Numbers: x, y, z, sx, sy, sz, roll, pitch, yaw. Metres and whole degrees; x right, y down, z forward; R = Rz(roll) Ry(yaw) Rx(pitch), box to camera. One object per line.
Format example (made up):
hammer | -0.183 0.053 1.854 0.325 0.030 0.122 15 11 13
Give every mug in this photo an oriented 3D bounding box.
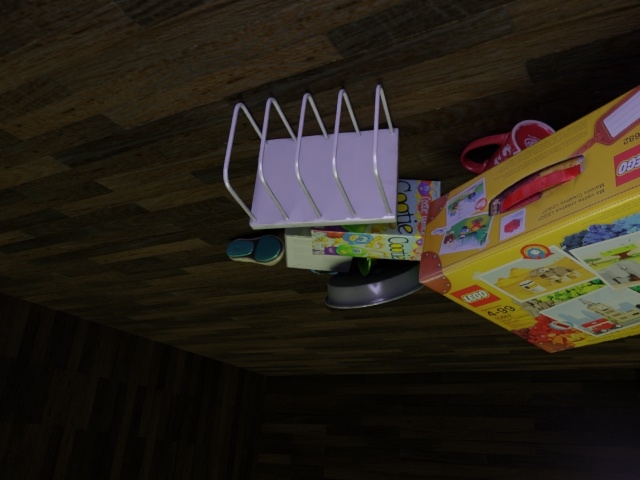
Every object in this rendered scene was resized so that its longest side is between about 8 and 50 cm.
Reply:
mug | 0.353 -0.140 1.068 0.150 0.113 0.169 5 154 -5

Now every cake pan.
cake pan | 0.147 0.108 1.539 0.293 0.054 0.293 -14 -171 2

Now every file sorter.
file sorter | -0.012 -0.149 1.012 0.278 0.192 0.173 -3 154 17

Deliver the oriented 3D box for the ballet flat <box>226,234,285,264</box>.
ballet flat | -0.162 0.031 1.583 0.249 0.086 0.086 5 164 47

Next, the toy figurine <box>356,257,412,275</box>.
toy figurine | 0.187 0.006 1.490 0.159 0.130 0.173 -5 134 -11

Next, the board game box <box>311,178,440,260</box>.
board game box | 0.122 -0.049 1.282 0.276 0.144 0.142 3 157 2

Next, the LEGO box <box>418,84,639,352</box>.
LEGO box | 0.479 -0.005 0.953 0.373 0.193 0.500 28 147 -22

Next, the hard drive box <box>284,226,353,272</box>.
hard drive box | 0.000 0.000 1.494 0.181 0.089 0.232 5 158 -1

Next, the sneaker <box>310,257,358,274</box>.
sneaker | 0.051 0.069 1.702 0.210 0.069 0.082 7 -168 -29
